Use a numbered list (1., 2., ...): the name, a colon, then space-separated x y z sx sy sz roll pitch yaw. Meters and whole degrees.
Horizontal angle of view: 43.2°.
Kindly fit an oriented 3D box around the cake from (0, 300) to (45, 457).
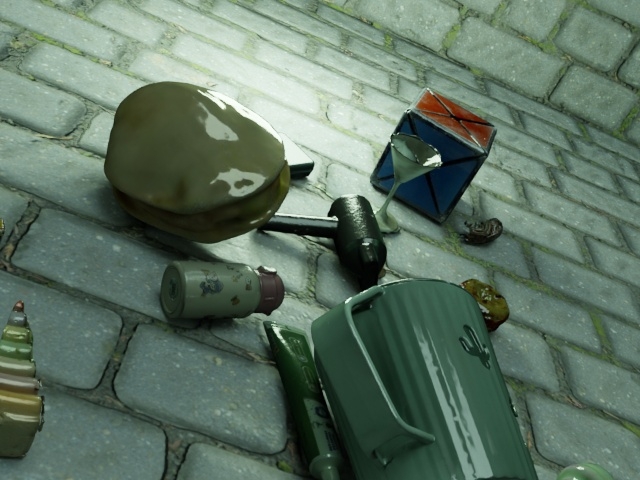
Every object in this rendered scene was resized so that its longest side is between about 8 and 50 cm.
1. cake: -0.462 0.195 1.166 0.090 0.109 0.225 6 38 -31

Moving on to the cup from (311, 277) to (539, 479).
1. cup: 0.135 0.282 1.328 0.400 0.310 0.392 11 39 -25

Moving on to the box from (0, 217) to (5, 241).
1. box: -0.655 -0.023 1.390 0.207 0.050 0.041 10 35 -28

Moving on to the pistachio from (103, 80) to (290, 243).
1. pistachio: -0.265 -0.171 1.693 0.365 0.282 0.445 -31 52 -24

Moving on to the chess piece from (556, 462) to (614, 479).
1. chess piece: 0.395 0.490 1.425 0.271 0.139 0.139 -8 45 -28

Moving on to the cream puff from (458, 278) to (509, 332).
1. cream puff: 0.373 0.159 1.901 0.149 0.084 0.149 24 32 -16

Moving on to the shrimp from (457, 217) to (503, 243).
1. shrimp: 0.443 -0.026 2.243 0.190 0.074 0.073 -13 81 -34

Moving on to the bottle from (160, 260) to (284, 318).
1. bottle: -0.177 0.095 1.536 0.233 0.110 0.110 3 39 -34

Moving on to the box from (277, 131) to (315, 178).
1. box: -0.136 -0.214 2.073 0.230 0.050 0.160 -12 49 -47

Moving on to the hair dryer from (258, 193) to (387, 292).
1. hair dryer: 0.000 0.000 1.842 0.302 0.116 0.244 5 37 -15

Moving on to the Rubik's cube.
1. Rubik's cube: 0.317 -0.243 2.279 0.259 0.260 0.255 33 30 3

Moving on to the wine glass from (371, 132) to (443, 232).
1. wine glass: 0.193 -0.139 2.050 0.156 0.232 0.156 19 31 -12

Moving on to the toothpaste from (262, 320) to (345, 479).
1. toothpaste: -0.025 0.285 1.432 0.098 0.061 0.392 18 29 -29

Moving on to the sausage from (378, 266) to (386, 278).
1. sausage: 0.128 0.045 1.924 0.031 0.031 0.107 13 35 -24
